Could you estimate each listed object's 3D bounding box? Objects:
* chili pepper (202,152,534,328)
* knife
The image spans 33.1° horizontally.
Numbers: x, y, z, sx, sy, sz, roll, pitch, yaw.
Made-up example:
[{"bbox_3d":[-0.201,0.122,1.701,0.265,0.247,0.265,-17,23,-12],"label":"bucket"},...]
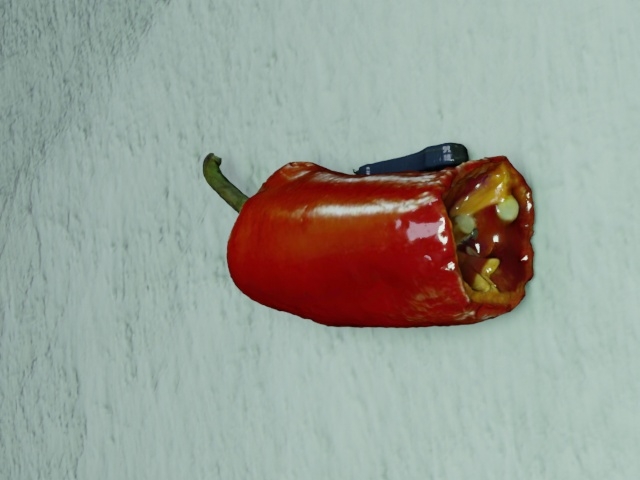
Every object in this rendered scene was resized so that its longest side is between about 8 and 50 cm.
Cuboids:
[{"bbox_3d":[-0.002,0.004,0.854,0.338,0.134,0.131,2,111,42],"label":"chili pepper"},{"bbox_3d":[0.071,-0.060,0.867,0.121,0.031,0.018,-10,78,45],"label":"knife"}]
